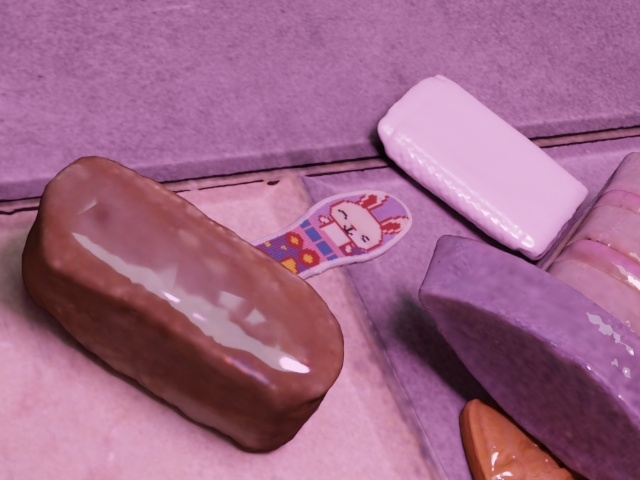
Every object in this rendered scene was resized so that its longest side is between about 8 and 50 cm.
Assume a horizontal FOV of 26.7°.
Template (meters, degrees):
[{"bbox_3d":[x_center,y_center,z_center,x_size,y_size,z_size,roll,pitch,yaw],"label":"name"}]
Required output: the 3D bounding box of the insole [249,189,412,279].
[{"bbox_3d":[0.000,0.000,1.071,0.197,0.004,0.065,-23,67,-38],"label":"insole"}]

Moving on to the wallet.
[{"bbox_3d":[0.140,-0.065,1.174,0.183,0.032,0.124,38,47,8],"label":"wallet"}]

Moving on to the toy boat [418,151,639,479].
[{"bbox_3d":[0.245,0.064,1.023,0.293,0.111,0.276,-25,67,-31],"label":"toy boat"}]

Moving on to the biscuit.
[{"bbox_3d":[0.186,0.215,0.978,0.162,0.035,0.250,-22,64,-42],"label":"biscuit"}]

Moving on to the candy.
[{"bbox_3d":[-0.094,0.045,0.923,0.234,0.104,0.102,30,52,-1],"label":"candy"}]
